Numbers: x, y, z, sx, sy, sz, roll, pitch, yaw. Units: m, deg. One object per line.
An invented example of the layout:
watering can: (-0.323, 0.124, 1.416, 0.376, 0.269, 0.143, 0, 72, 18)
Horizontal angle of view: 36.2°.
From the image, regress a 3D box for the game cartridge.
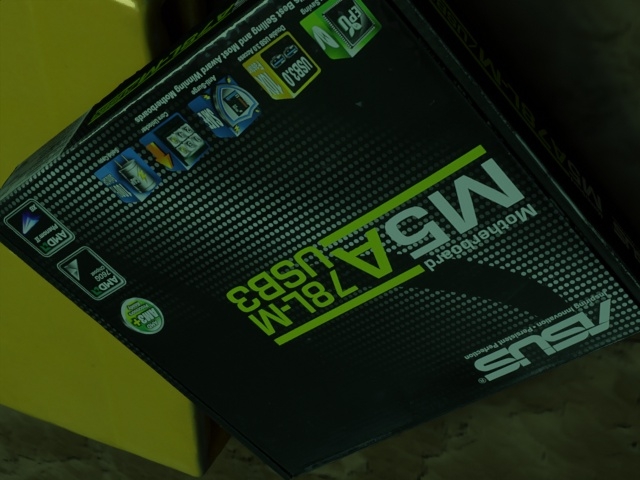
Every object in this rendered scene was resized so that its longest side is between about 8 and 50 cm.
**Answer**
game cartridge: (-0.199, -0.033, 0.500, 0.324, 0.052, 0.285, 17, 132, 19)

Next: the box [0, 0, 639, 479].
box: (0.000, 0.000, 0.377, 0.191, 0.045, 0.184, -29, 116, 29)
